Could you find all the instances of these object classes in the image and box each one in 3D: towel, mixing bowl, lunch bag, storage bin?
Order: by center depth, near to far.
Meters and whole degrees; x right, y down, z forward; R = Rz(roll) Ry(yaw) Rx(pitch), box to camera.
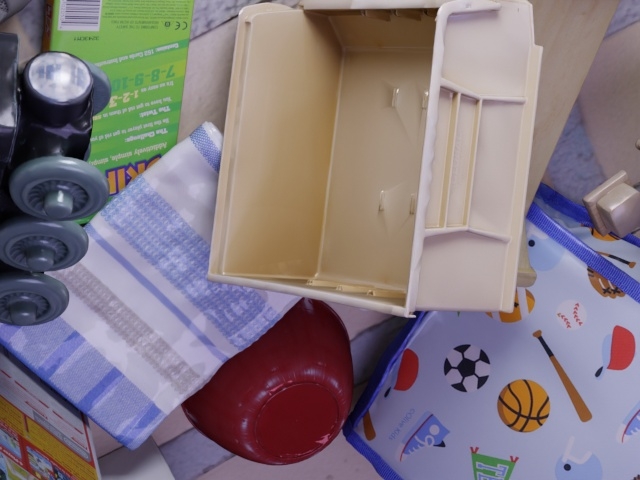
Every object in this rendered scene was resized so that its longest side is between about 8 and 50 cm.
[{"bbox_3d":[0.043,-0.078,1.515,0.123,0.262,0.260,5,92,-39],"label":"storage bin"},{"bbox_3d":[-0.138,0.046,1.649,0.285,0.034,0.209,-41,121,4],"label":"towel"},{"bbox_3d":[-0.039,0.150,1.755,0.181,0.098,0.181,-10,120,-17],"label":"mixing bowl"},{"bbox_3d":[0.260,0.161,1.800,0.385,0.239,0.328,31,105,-6],"label":"lunch bag"}]

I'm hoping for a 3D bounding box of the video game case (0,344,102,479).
[{"bbox_3d":[-0.259,0.173,1.559,0.025,0.285,0.204,-38,125,10],"label":"video game case"}]

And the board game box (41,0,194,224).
[{"bbox_3d":[-0.184,-0.118,1.581,0.124,0.039,0.259,-2,116,-22],"label":"board game box"}]

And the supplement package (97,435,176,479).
[{"bbox_3d":[-0.199,0.340,1.760,0.194,0.149,0.203,-26,123,-8],"label":"supplement package"}]

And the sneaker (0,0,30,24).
[{"bbox_3d":[-0.307,-0.179,1.437,0.281,0.115,0.105,-39,115,1],"label":"sneaker"}]

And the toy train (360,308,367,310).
[{"bbox_3d":[0.000,0.000,1.722,0.166,0.046,0.125,20,109,-27],"label":"toy train"}]

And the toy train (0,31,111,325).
[{"bbox_3d":[-0.279,-0.044,1.449,0.190,0.142,0.334,7,147,-15],"label":"toy train"}]

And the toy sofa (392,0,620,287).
[{"bbox_3d":[0.154,-0.153,1.611,0.150,0.177,0.362,8,114,-34],"label":"toy sofa"}]

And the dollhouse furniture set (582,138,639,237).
[{"bbox_3d":[0.412,-0.050,1.769,0.355,0.174,0.303,-34,124,-9],"label":"dollhouse furniture set"}]
